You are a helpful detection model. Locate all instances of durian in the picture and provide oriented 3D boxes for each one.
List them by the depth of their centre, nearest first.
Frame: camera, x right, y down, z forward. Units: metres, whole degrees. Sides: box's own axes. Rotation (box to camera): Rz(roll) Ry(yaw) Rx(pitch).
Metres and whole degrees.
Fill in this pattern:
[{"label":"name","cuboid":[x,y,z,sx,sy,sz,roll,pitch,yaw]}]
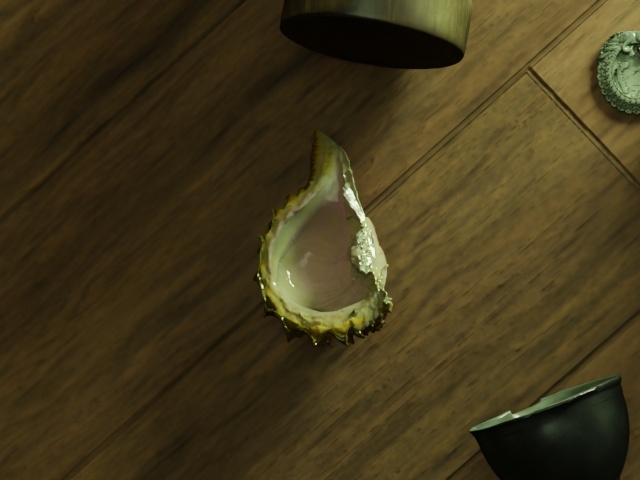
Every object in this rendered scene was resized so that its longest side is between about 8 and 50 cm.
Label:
[{"label":"durian","cuboid":[0.010,0.003,1.650,0.140,0.078,0.224,-9,68,23]}]

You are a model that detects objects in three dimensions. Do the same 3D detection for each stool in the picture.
[{"label":"stool","cuboid":[0.070,-0.312,1.631,0.179,0.179,0.264,9,82,13]}]

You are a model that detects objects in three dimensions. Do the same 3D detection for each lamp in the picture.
[{"label":"lamp","cuboid":[0.247,0.248,1.536,0.172,0.147,0.227,-20,85,-15]}]

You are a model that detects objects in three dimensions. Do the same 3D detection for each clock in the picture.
[{"label":"clock","cuboid":[0.301,-0.161,1.643,0.074,0.010,0.083,0,82,12]}]
